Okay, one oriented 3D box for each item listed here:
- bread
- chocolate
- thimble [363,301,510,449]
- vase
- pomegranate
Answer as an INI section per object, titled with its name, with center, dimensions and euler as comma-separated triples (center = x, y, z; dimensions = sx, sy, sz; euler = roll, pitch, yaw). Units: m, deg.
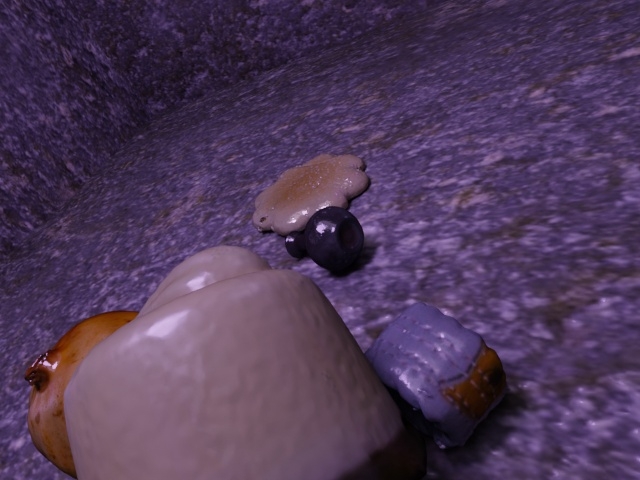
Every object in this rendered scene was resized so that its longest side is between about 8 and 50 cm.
[bread]
center = -0.031, -0.121, 1.135
dimensions = 0.316, 0.054, 0.316
euler = -21, 32, 14
[chocolate]
center = -0.106, 0.179, 0.476
dimensions = 0.326, 0.297, 0.314
euler = -31, -12, -35
[thimble]
center = 0.133, 0.159, 0.564
dimensions = 0.118, 0.127, 0.151
euler = -43, 34, -15
[vase]
center = 0.000, 0.000, 0.907
dimensions = 0.183, 0.120, 0.120
euler = -10, 36, 54
[pomegranate]
center = -0.296, 0.230, 0.694
dimensions = 0.264, 0.264, 0.264
euler = -21, 34, 15
